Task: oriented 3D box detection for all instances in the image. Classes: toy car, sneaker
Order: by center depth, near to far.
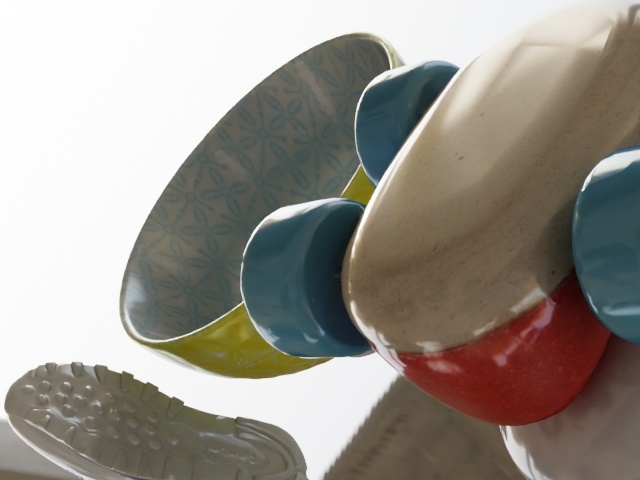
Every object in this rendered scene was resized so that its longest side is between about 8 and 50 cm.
[{"bbox_3d":[0.132,0.035,0.579,0.219,0.238,0.210,-8,-144,45],"label":"toy car"},{"bbox_3d":[-0.127,0.165,0.937,0.095,0.235,0.090,-49,-154,38],"label":"sneaker"}]

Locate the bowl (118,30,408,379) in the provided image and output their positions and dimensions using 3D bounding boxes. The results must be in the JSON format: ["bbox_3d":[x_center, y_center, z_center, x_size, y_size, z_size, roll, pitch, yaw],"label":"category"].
[{"bbox_3d":[0.000,0.000,0.972,0.289,0.156,0.289,-37,-151,24],"label":"bowl"}]
